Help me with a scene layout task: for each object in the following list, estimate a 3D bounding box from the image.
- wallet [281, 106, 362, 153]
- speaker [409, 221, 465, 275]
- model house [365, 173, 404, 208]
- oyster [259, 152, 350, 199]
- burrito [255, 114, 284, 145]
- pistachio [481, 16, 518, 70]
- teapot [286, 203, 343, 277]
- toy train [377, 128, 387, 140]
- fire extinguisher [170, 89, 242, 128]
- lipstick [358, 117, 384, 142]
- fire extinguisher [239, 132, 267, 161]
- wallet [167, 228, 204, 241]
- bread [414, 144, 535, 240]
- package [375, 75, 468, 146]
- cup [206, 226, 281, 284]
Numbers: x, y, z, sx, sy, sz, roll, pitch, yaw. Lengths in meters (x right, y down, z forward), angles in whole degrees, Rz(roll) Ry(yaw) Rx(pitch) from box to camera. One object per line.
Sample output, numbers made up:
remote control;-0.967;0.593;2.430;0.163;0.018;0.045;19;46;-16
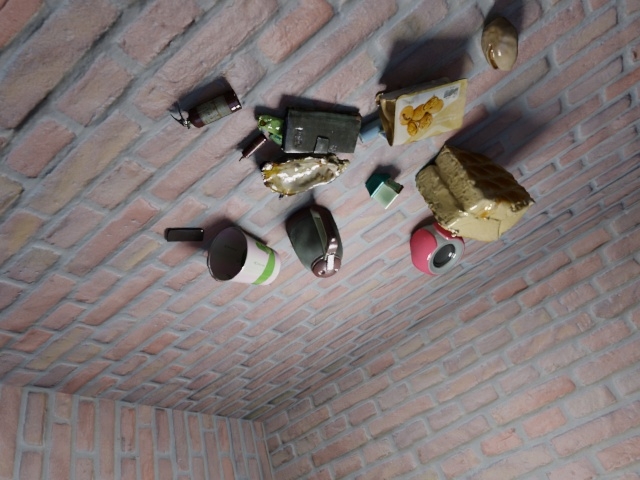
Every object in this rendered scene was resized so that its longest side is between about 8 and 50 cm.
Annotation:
wallet;0.007;-0.414;1.723;0.317;0.044;0.168;-4;119;-29
speaker;0.626;0.040;2.425;0.295;0.294;0.294;-13;141;-11
model house;0.285;-0.237;2.054;0.100;0.149;0.127;-54;175;32
oyster;-0.063;-0.298;1.829;0.362;0.096;0.221;-20;154;2
burrito;-0.126;-0.402;1.724;0.288;0.054;0.104;14;132;-38
pistachio;0.663;-0.713;1.659;0.152;0.126;0.223;-58;142;-11
teapot;0.000;0.000;2.052;0.234;0.312;0.314;-9;140;-19
toy train;0.321;-0.425;1.837;0.252;0.048;0.055;-13;150;-44
fire extinguisher;-0.391;-0.448;1.540;0.231;0.071;0.099;-22;114;3
lipstick;0.281;-0.477;1.814;0.274;0.061;0.068;-27;141;0
fire extinguisher;-0.261;-0.353;1.720;0.132;0.056;0.039;-39;112;17
wallet;-0.592;-0.022;1.985;0.157;0.018;0.082;-2;139;-23
bread;0.693;-0.211;2.073;0.391;0.370;0.279;7;133;-30
package;0.380;-0.515;1.735;0.312;0.165;0.221;-18;135;-13
cup;-0.338;0.095;2.076;0.253;0.253;0.274;-37;146;20
